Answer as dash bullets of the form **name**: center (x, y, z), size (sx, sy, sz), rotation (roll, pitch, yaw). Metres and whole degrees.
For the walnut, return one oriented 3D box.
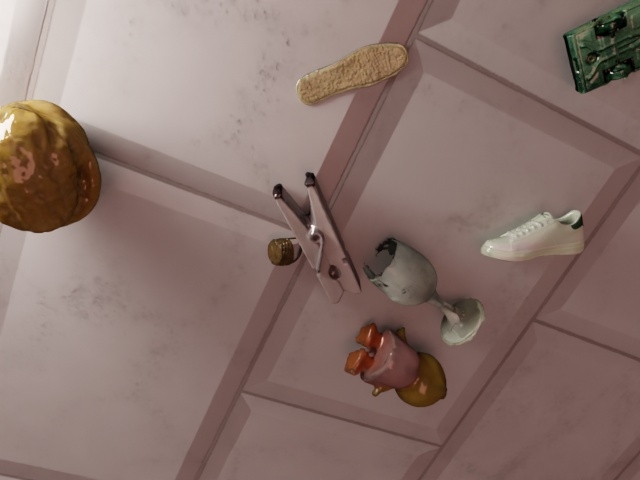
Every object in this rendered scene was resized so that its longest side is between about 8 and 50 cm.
- **walnut**: center (-0.551, -0.135, 0.965), size (0.257, 0.224, 0.257), rotation (0, 119, 0)

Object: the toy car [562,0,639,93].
- **toy car**: center (0.669, -0.441, 1.039), size (0.321, 0.097, 0.141), rotation (-25, 114, 6)

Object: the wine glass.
- **wine glass**: center (0.254, 0.123, 1.226), size (0.321, 0.143, 0.143), rotation (39, 105, -20)

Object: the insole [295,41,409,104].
- **insole**: center (0.066, -0.353, 1.055), size (0.248, 0.011, 0.081), rotation (-21, 116, 3)

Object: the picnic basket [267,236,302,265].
- **picnic basket**: center (-0.078, 0.026, 1.191), size (0.083, 0.072, 0.072), rotation (-8, 120, -39)

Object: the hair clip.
- **hair clip**: center (0.001, 0.003, 1.169), size (0.101, 0.085, 0.330), rotation (-22, 117, 6)

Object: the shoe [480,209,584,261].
- **shoe**: center (0.520, -0.018, 1.225), size (0.265, 0.095, 0.110), rotation (-4, 109, -11)

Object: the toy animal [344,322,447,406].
- **toy animal**: center (0.221, 0.339, 1.310), size (0.281, 0.169, 0.195), rotation (36, 71, -23)
